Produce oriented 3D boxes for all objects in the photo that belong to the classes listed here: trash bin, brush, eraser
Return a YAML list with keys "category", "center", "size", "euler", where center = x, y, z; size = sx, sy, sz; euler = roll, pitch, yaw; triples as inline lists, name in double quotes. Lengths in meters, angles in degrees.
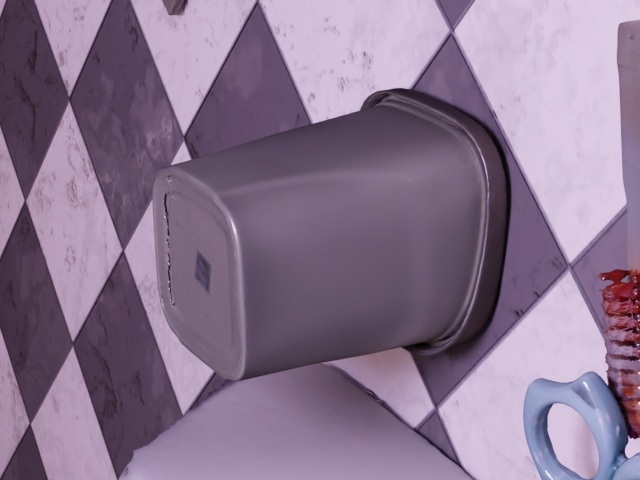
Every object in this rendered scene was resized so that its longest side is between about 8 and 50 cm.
- category: "trash bin"
  center: [0.000, 0.000, 1.375]
  size: [0.220, 0.250, 0.219]
  euler: [29, 126, 53]
- category: "brush"
  center: [0.239, -0.004, 1.173]
  size: [0.060, 0.050, 0.321]
  euler: [6, 100, 62]
- category: "eraser"
  center: [-0.049, 0.253, 1.448]
  size: [0.331, 0.331, 0.150]
  euler: [36, 126, 51]

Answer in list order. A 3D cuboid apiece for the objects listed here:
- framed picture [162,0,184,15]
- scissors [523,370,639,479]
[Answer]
- category: "framed picture"
  center: [-0.187, -0.432, 1.824]
  size: [0.281, 0.019, 0.209]
  euler: [62, 143, 31]
- category: "scissors"
  center: [0.212, 0.262, 1.253]
  size: [0.191, 0.029, 0.360]
  euler: [41, 141, 31]
